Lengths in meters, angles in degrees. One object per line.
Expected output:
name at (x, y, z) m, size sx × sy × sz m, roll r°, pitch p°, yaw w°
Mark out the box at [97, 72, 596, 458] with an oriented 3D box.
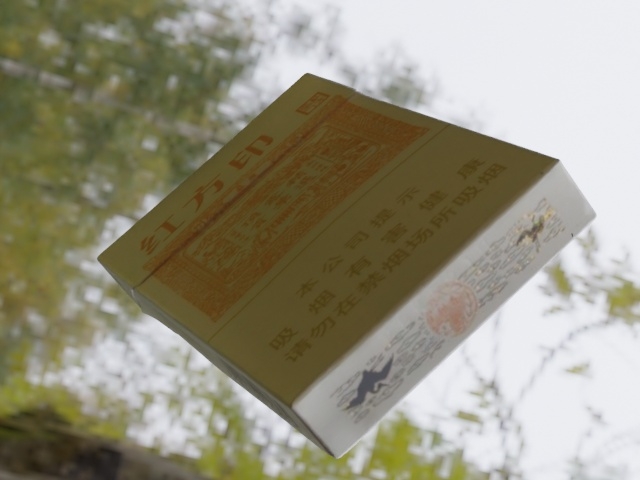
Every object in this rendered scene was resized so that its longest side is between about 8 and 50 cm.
box at (0.000, -0.001, 1.235) m, size 0.204 × 0.051 × 0.365 m, roll -43°, pitch -156°, yaw -9°
